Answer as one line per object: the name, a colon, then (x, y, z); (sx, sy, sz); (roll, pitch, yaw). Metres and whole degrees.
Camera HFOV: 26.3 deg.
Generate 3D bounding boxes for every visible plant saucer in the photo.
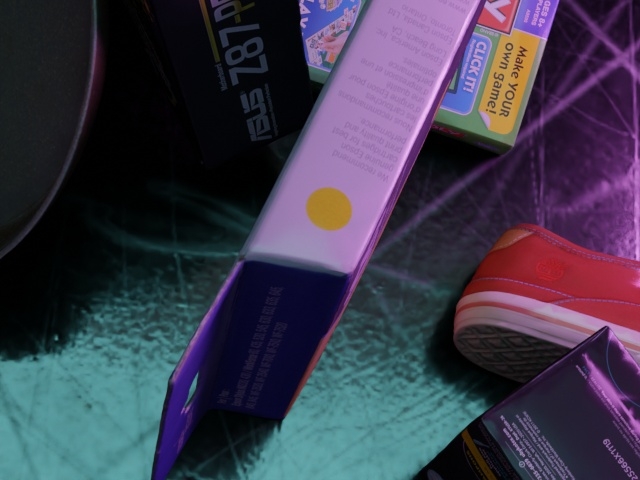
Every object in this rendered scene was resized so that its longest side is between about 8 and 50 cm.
plant saucer: (-0.234, -0.131, 0.854); (0.050, 0.310, 0.310); (-7, 66, -52)

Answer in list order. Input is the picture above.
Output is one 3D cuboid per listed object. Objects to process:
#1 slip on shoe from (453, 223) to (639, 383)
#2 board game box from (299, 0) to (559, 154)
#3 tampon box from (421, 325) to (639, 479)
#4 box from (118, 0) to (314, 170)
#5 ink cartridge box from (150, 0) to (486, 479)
slip on shoe: (0.257, 0.071, 0.924); (0.331, 0.123, 0.101); (18, 64, 2)
board game box: (0.083, -0.246, 1.001); (0.213, 0.046, 0.317); (18, 85, -2)
tampon box: (0.150, 0.148, 0.848); (0.101, 0.161, 0.120); (-32, 77, -18)
box: (-0.130, -0.281, 0.848); (0.097, 0.318, 0.395); (-24, 67, -9)
ink cartridge box: (0.000, 0.000, 0.803); (0.072, 0.303, 0.307); (24, 68, 1)
